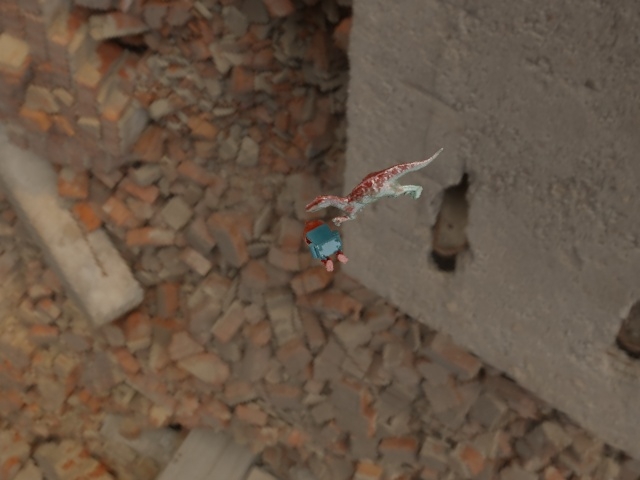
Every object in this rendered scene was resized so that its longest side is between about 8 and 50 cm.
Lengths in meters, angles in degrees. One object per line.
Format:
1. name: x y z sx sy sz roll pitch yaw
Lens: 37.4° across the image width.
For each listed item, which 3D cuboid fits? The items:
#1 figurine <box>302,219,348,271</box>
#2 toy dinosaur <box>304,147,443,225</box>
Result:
1. figurine: 0.000 0.000 1.892 0.140 0.068 0.075 48 164 59
2. toy dinosaur: 0.107 -0.102 1.695 0.167 0.053 0.242 15 141 -42
